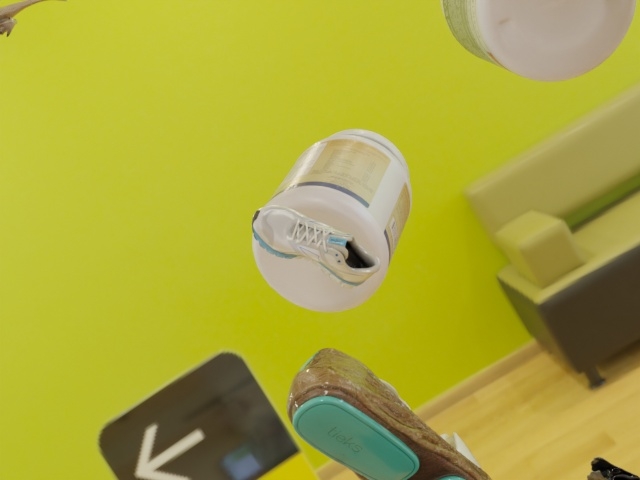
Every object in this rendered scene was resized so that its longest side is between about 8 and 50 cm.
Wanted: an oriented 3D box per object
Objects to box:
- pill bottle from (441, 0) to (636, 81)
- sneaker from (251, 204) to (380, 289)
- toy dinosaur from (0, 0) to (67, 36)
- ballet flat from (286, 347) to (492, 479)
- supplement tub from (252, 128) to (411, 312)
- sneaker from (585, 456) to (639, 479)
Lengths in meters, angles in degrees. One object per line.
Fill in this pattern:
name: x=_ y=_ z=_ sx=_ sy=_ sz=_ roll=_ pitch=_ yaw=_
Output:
pill bottle: x=0.227 y=-0.277 z=0.960 sx=0.161 sy=0.161 sz=0.283 roll=-30 pitch=17 yaw=7
sneaker: x=0.000 y=0.000 z=1.143 sx=0.083 sy=0.191 sz=0.071 roll=-26 pitch=43 yaw=61
toy dinosaur: x=-0.403 y=-0.271 z=1.042 sx=0.183 sy=0.053 sz=0.093 roll=-35 pitch=20 yaw=-9
ballet flat: x=0.097 y=0.232 z=0.905 sx=0.116 sy=0.342 sz=0.124 roll=-39 pitch=20 yaw=25
supplement tub: x=0.033 y=-0.047 z=1.471 sx=0.228 sy=0.228 sz=0.316 roll=-27 pitch=18 yaw=29
sneaker: x=0.449 y=0.378 z=1.233 sx=0.051 sy=0.170 sz=0.089 roll=-59 pitch=3 yaw=-36
